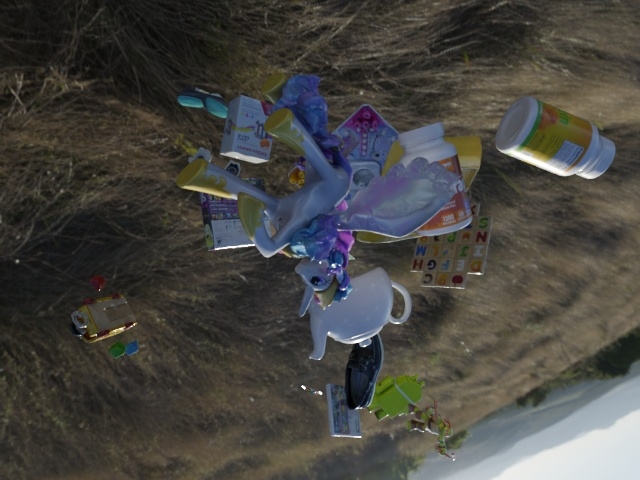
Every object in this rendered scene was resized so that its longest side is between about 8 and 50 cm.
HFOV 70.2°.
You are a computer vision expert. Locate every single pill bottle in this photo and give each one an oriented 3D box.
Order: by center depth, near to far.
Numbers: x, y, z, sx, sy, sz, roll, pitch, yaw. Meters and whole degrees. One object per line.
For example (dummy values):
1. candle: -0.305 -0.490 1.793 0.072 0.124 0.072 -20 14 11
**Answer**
1. pill bottle: 0.232 -0.128 0.944 0.121 0.216 0.121 -17 -169 3
2. pill bottle: 0.562 -0.236 1.086 0.245 0.136 0.136 19 132 -10

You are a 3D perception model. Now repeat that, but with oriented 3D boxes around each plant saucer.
1. plant saucer: 0.293 -0.123 1.269 0.332 0.081 0.333 -9 134 -32

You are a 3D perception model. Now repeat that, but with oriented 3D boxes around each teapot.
1. teapot: 0.098 0.190 1.225 0.256 0.187 0.252 -22 177 18

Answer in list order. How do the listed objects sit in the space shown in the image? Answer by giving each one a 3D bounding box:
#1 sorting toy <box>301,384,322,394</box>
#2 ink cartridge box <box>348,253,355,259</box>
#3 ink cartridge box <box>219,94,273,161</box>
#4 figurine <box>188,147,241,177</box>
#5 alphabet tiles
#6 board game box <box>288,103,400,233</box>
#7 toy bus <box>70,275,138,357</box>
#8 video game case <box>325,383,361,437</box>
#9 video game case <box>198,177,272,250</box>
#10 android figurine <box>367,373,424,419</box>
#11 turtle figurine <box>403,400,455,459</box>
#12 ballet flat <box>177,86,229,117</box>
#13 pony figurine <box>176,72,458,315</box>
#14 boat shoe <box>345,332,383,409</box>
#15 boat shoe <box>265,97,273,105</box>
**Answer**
1. sorting toy: -0.025 0.478 1.443 0.062 0.012 0.083 14 157 14
2. ink cartridge box: 0.000 0.000 1.801 0.255 0.097 0.189 -5 146 42
3. ink cartridge box: -0.226 -0.344 1.434 0.128 0.127 0.176 9 92 -30
4. figurine: -0.444 -0.298 1.934 0.214 0.092 0.209 22 171 -8
5. alphabet tiles: 0.486 0.015 1.704 0.285 0.343 0.011 0 155 40
6. board game box: 0.150 -0.220 1.600 0.390 0.050 0.390 36 124 -26
7. toy bus: -0.567 0.206 1.152 0.104 0.191 0.202 -29 129 10
8. video game case: 0.097 0.714 1.907 0.023 0.201 0.183 -28 143 34
9. video game case: -0.251 -0.083 1.366 0.041 0.210 0.232 -10 178 40
10. android figurine: 0.342 0.697 2.042 0.273 0.056 0.248 -38 121 7
11. turtle figurine: 0.425 0.697 1.751 0.087 0.217 0.270 -32 109 -32
12. ballet flat: -0.374 -0.468 1.516 0.203 0.074 0.074 17 143 8
13. pony figurine: 0.004 -0.081 0.750 0.351 0.302 0.363 -52 134 -13
14. boat shoe: 0.152 0.497 1.761 0.113 0.127 0.340 -5 109 -51
15. boat shoe: -0.120 -0.550 1.895 0.227 0.081 0.069 12 131 -3
